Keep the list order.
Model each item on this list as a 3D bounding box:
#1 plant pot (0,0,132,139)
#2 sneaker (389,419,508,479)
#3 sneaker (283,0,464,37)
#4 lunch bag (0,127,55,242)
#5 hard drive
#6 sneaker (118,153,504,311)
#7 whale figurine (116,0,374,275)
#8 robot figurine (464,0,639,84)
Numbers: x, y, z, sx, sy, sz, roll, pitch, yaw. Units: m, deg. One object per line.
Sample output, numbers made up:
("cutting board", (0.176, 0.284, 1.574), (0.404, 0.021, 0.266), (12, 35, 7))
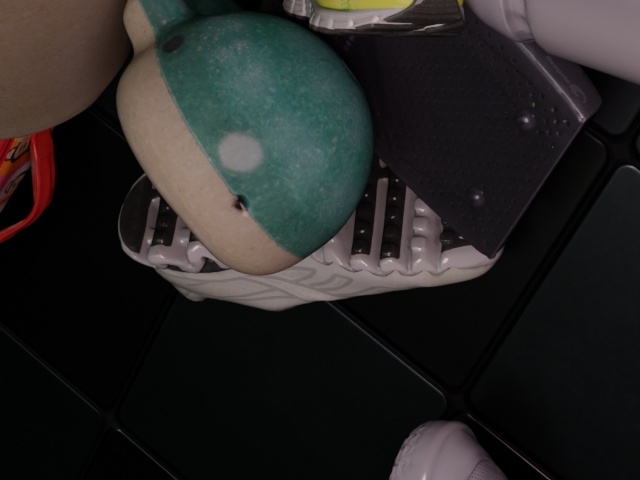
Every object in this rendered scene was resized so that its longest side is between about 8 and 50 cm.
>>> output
("plant pot", (-0.237, -0.238, 1.168), (0.334, 0.334, 0.305), (40, 156, 14))
("sneaker", (0.197, 0.284, 1.221), (0.210, 0.137, 0.366), (-14, 105, 35))
("sneaker", (0.027, -0.175, 1.038), (0.208, 0.081, 0.094), (-147, 60, -63))
("lunch bag", (-0.338, -0.093, 1.414), (0.258, 0.120, 0.293), (37, 116, 8))
("hard drive", (0.073, -0.128, 1.158), (0.255, 0.054, 0.172), (47, 141, 17))
("sneaker", (0.000, 0.000, 1.265), (0.292, 0.110, 0.118), (1, 146, 20))
("whale figurine", (-0.042, -0.099, 1.146), (0.141, 0.272, 0.216), (-31, 116, 14))
("robot figurine", (0.216, -0.186, 0.984), (0.353, 0.200, 0.300), (23, 153, 22))
